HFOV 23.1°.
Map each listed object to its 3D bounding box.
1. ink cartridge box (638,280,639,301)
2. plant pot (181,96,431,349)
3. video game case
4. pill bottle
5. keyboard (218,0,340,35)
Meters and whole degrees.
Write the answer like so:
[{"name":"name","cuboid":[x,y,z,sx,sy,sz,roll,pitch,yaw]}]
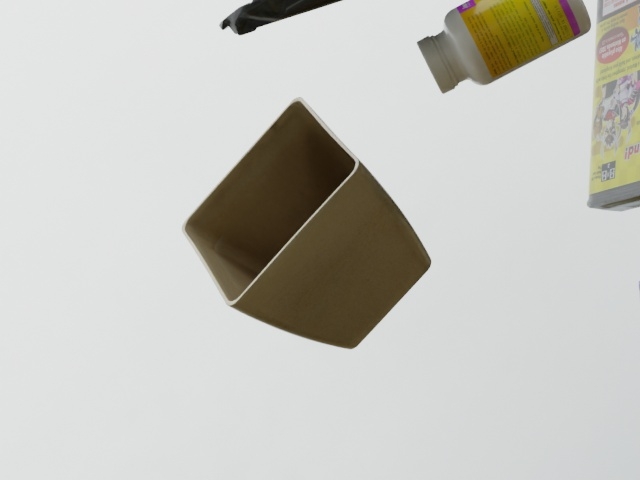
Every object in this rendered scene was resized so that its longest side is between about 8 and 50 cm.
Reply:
[{"name":"ink cartridge box","cuboid":[0.384,0.175,1.252,0.151,0.395,0.270,-26,-54,26]},{"name":"plant pot","cuboid":[0.000,0.000,0.922,0.096,0.109,0.109,38,-83,-31]},{"name":"video game case","cuboid":[0.269,-0.159,1.097,0.035,0.248,0.275,7,-8,-17]},{"name":"pill bottle","cuboid":[0.092,-0.107,0.797,0.083,0.043,0.043,-27,-29,7]},{"name":"keyboard","cuboid":[0.065,-0.172,0.900,0.201,0.033,0.317,-16,11,14]}]
